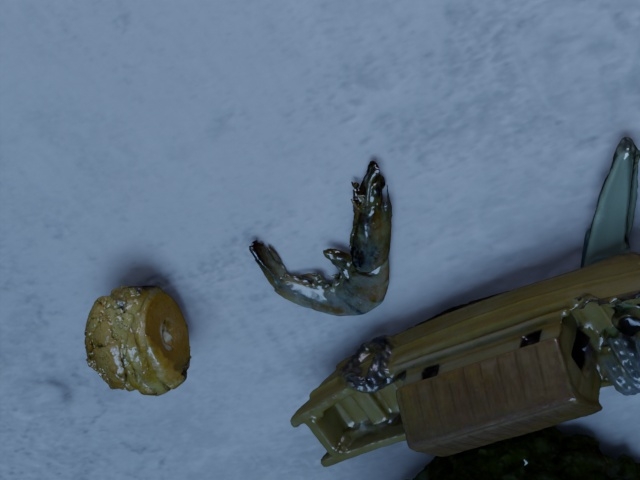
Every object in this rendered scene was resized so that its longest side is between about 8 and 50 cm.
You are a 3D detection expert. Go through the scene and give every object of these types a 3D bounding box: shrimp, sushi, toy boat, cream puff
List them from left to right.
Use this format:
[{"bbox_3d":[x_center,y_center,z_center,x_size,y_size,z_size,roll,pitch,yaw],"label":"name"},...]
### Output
[{"bbox_3d":[-0.199,0.107,1.374,0.104,0.119,0.133,-17,150,25],"label":"cream puff"},{"bbox_3d":[0.001,-0.002,1.321,0.147,0.035,0.195,10,126,9],"label":"shrimp"},{"bbox_3d":[0.166,0.140,1.271,0.445,0.162,0.136,-21,117,34],"label":"toy boat"},{"bbox_3d":[0.214,0.371,1.430,0.294,0.178,0.352,16,123,3],"label":"sushi"}]

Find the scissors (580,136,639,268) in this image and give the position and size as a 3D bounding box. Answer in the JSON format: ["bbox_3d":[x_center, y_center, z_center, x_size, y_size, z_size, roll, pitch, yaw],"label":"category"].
[{"bbox_3d":[0.280,0.025,1.269,0.138,0.041,0.289,7,128,8],"label":"scissors"}]
